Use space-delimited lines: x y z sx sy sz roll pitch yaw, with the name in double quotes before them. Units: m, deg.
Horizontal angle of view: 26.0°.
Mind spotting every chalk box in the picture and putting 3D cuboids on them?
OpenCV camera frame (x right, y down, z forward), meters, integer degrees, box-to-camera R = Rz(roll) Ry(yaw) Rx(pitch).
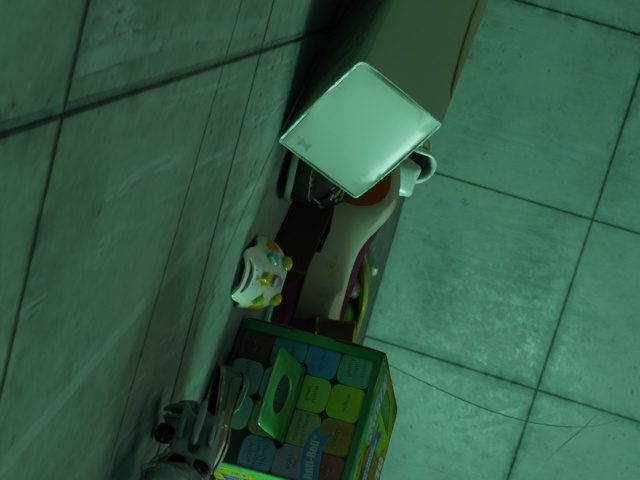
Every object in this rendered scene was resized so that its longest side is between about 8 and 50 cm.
"chalk box" -0.021 0.213 1.620 0.289 0.179 0.180 74 31 -67

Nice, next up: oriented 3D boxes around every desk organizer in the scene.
"desk organizer" -0.026 0.006 1.689 0.130 0.050 0.047 -66 171 -45

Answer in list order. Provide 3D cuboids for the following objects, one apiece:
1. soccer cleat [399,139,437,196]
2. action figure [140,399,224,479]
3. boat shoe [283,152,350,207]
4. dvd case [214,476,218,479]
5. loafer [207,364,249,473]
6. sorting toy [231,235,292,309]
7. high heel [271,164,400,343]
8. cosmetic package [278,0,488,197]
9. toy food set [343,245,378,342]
"soccer cleat" 0.106 -0.132 2.049 0.331 0.143 0.116 -58 164 -68
"action figure" -0.132 0.250 1.257 0.285 0.099 0.185 85 29 -63
"boat shoe" 0.005 -0.079 1.647 0.228 0.068 0.081 -30 136 -81
"dvd case" -0.113 0.275 1.801 0.221 0.018 0.164 97 12 -57
"loafer" -0.117 0.195 1.501 0.045 0.039 0.125 -4 -120 52
"sorting toy" -0.071 0.038 1.491 0.075 0.045 0.083 10 98 -64
"high heel" 0.000 0.000 1.857 0.181 0.127 0.377 -7 -113 65
"cosmetic package" 0.082 -0.211 1.530 0.160 0.113 0.309 -40 -160 44
"toy food set" 0.034 0.087 2.410 0.128 0.071 0.218 -101 -161 -47
